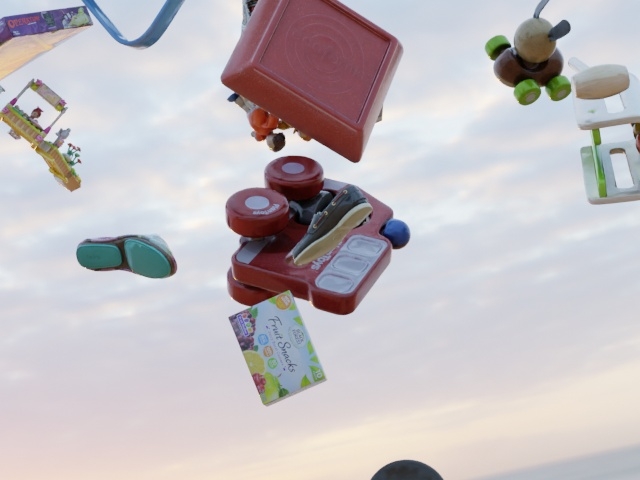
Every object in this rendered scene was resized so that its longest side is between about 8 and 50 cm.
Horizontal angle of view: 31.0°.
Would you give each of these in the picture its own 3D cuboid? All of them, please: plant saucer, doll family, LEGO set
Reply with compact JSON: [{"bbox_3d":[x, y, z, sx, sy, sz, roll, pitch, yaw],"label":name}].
[{"bbox_3d":[0.002,-0.291,1.834,0.258,0.259,0.048,30,-31,-14],"label":"plant saucer"},{"bbox_3d":[-0.040,-0.262,2.052,0.118,0.163,0.263,-36,-5,-36],"label":"doll family"},{"bbox_3d":[-0.525,-0.214,2.227,0.132,0.107,0.287,16,-26,51],"label":"LEGO set"}]

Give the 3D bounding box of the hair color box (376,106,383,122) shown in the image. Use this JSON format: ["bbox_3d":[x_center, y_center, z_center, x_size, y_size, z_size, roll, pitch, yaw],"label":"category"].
[{"bbox_3d":[0.077,-0.294,2.733,0.141,0.043,0.072,-22,-30,-14],"label":"hair color box"}]

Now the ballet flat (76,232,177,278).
[{"bbox_3d":[-0.311,0.019,1.930,0.221,0.077,0.079,2,20,34],"label":"ballet flat"}]

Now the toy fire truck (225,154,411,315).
[{"bbox_3d":[0.000,0.000,1.824,0.254,0.169,0.302,17,36,21],"label":"toy fire truck"}]

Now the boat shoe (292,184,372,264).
[{"bbox_3d":[0.010,-0.018,1.479,0.133,0.042,0.049,-44,-25,26],"label":"boat shoe"}]

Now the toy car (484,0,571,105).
[{"bbox_3d":[0.428,-0.383,2.232,0.149,0.155,0.188,-10,-34,-25],"label":"toy car"}]

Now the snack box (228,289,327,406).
[{"bbox_3d":[-0.062,0.157,1.678,0.100,0.141,0.037,-24,-16,-1],"label":"snack box"}]

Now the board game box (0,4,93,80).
[{"bbox_3d":[-0.623,-0.359,2.221,0.347,0.056,0.208,-19,8,37],"label":"board game box"}]

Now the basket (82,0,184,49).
[{"bbox_3d":[-0.212,-0.379,1.243,0.255,0.289,0.201,-52,-18,11],"label":"basket"}]

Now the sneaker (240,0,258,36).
[{"bbox_3d":[-0.131,-0.465,2.346,0.088,0.225,0.092,-10,-39,8],"label":"sneaker"}]

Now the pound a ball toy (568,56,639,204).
[{"bbox_3d":[0.444,-0.190,1.704,0.136,0.208,0.319,-8,19,12],"label":"pound a ball toy"}]

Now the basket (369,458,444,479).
[{"bbox_3d":[0.136,0.427,1.768,0.204,0.154,0.227,8,-25,12],"label":"basket"}]
